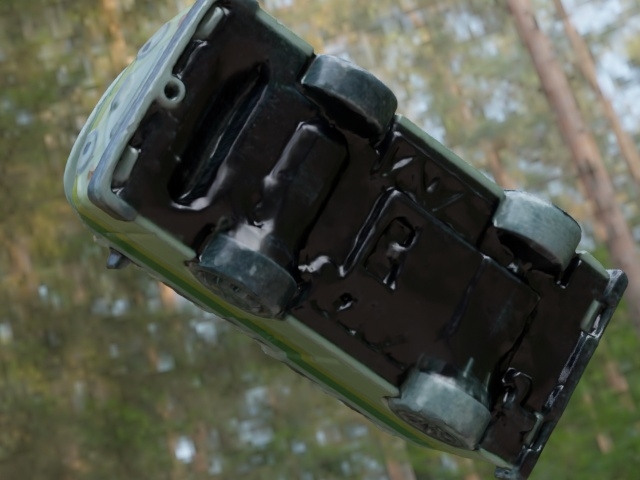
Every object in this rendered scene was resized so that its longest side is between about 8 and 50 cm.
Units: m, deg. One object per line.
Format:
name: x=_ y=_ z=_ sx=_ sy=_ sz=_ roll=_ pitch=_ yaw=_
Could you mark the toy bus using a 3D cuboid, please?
toy bus: x=0.000 y=0.000 z=0.977 sx=0.276 sy=0.134 sz=0.164 roll=35 pitch=-15 yaw=-21
